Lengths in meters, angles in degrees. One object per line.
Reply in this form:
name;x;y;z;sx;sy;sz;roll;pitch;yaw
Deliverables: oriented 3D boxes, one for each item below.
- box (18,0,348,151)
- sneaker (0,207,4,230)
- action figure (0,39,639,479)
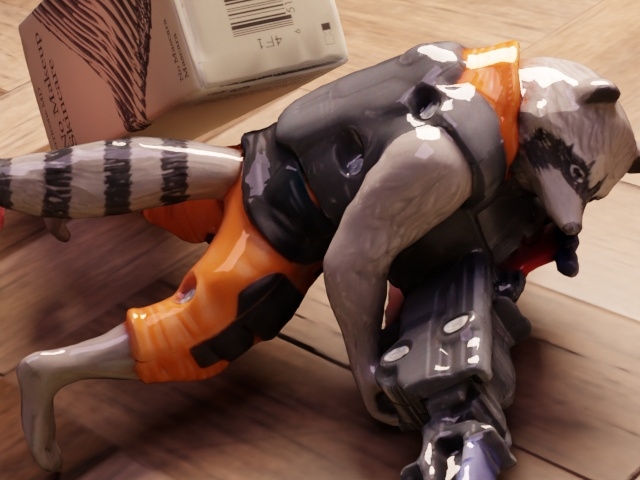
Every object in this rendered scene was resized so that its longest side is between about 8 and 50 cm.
box;-0.093;-0.120;0.892;0.094;0.113;0.275;-16;-1;-26
sneaker;-0.260;0.059;0.790;0.116;0.136;0.314;26;67;20
action figure;0.000;0.000;0.726;0.330;0.178;0.341;-19;26;8
